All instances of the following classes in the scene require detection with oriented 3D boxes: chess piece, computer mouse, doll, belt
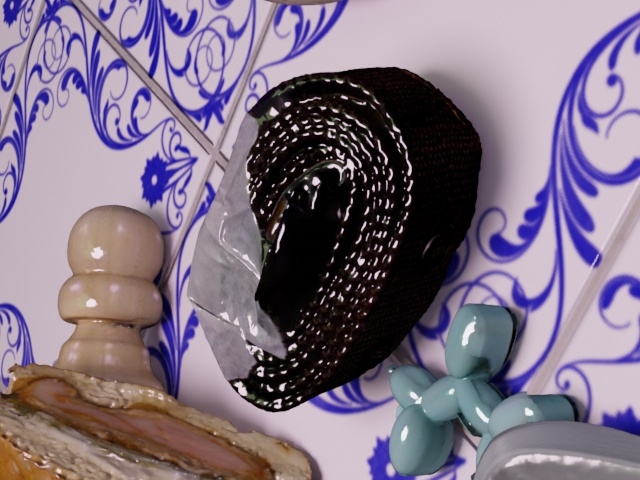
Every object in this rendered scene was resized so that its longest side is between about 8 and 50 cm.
[{"bbox_3d":[-0.226,0.092,1.334,0.142,0.142,0.261,-13,69,50],"label":"chess piece"},{"bbox_3d":[0.202,0.190,0.813,0.230,0.079,0.128,13,108,32],"label":"computer mouse"},{"bbox_3d":[0.108,0.129,0.951,0.159,0.059,0.159,53,125,39],"label":"doll"},{"bbox_3d":[0.000,0.000,0.998,0.184,0.164,0.289,34,115,24],"label":"belt"}]

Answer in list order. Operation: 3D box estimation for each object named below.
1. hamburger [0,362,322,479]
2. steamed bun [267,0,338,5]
[{"bbox_3d":[-0.171,0.263,1.153,0.329,0.162,0.209,15,118,10],"label":"hamburger"},{"bbox_3d":[-0.033,-0.391,1.058,0.374,0.241,0.375,-4,85,49],"label":"steamed bun"}]
